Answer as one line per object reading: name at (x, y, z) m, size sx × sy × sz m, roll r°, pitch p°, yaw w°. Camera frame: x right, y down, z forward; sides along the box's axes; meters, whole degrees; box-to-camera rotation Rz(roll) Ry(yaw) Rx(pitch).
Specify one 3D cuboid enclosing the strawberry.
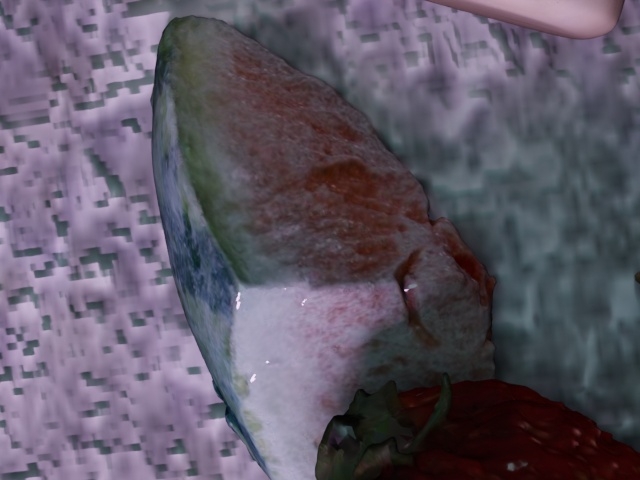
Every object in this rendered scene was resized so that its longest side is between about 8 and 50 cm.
strawberry at (0.060, 0.108, 0.591) m, size 0.148 × 0.131 × 0.131 m, roll 30°, pitch 98°, yaw -20°

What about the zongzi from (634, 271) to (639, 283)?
zongzi at (0.201, 0.076, 0.570) m, size 0.197 × 0.099 × 0.194 m, roll -9°, pitch 88°, yaw 24°

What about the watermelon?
watermelon at (-0.009, 0.002, 0.642) m, size 0.094 × 0.081 × 0.180 m, roll -34°, pitch 88°, yaw -14°

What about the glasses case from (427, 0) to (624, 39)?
glasses case at (0.006, -0.112, 0.618) m, size 0.196 × 0.083 × 0.050 m, roll 18°, pitch 96°, yaw 14°
